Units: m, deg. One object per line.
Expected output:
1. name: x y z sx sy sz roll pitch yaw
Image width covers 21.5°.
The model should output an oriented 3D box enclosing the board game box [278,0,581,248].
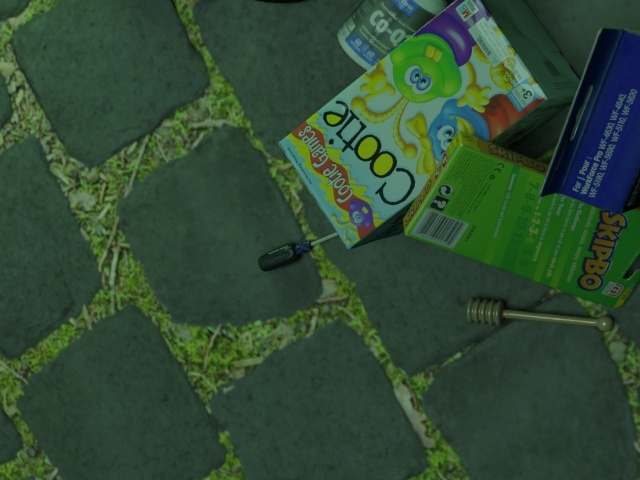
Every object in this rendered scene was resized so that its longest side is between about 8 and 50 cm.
1. board game box: 0.119 -0.131 1.786 0.275 0.144 0.142 -38 80 25

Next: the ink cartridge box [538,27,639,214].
1. ink cartridge box: 0.314 -0.117 1.586 0.065 0.332 0.165 27 110 24

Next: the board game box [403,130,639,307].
1. board game box: 0.227 -0.017 1.733 0.259 0.039 0.124 21 123 -16

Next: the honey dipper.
1. honey dipper: 0.239 0.084 1.826 0.160 0.030 0.031 6 101 23

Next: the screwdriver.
1. screwdriver: 0.000 0.000 1.932 0.170 0.025 0.024 -23 88 28

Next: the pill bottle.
1. pill bottle: 0.088 -0.250 1.820 0.078 0.078 0.137 47 115 12

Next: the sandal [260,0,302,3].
1. sandal: 0.006 -0.345 1.842 0.302 0.120 0.086 -21 61 25
